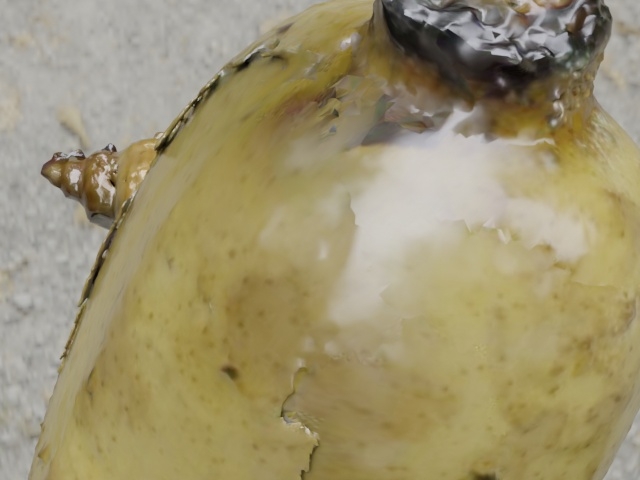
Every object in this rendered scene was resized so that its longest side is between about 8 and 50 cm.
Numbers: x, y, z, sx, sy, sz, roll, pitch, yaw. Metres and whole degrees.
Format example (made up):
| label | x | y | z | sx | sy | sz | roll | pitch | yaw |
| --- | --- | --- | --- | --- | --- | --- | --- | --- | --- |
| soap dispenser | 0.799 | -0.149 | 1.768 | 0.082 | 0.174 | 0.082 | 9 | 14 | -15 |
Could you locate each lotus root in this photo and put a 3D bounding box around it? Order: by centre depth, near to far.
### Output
| label | x | y | z | sx | sy | sz | roll | pitch | yaw |
| --- | --- | --- | --- | --- | --- | --- | --- | --- | --- |
| lotus root | 0.006 | 0.038 | 0.517 | 0.160 | 0.284 | 0.146 | 33 | 34 | 16 |

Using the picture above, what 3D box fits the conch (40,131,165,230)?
| label | x | y | z | sx | sy | sz | roll | pitch | yaw |
| --- | --- | --- | --- | --- | --- | --- | --- | --- | --- |
| conch | -0.004 | 0.000 | 0.731 | 0.233 | 0.080 | 0.086 | 27 | 81 | 19 |
